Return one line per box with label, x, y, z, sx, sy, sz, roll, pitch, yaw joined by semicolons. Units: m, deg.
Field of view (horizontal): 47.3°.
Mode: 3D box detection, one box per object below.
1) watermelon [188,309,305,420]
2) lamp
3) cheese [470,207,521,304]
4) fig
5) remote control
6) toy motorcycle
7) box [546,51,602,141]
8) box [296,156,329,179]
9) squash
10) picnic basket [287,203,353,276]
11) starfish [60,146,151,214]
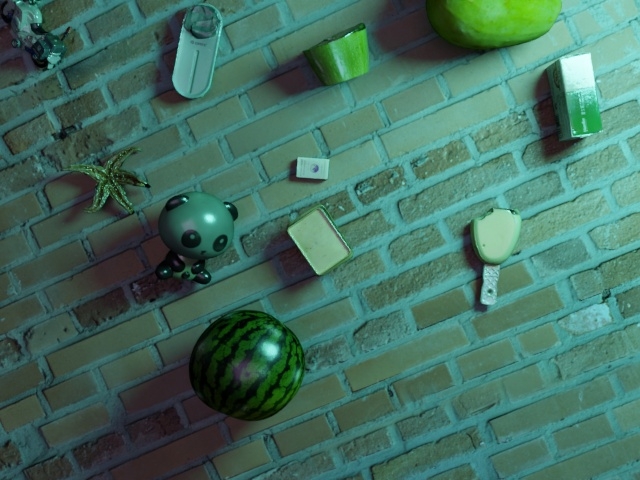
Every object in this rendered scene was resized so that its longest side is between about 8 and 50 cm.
watermelon;-0.180;0.315;1.832;0.285;0.285;0.285;0;93;5
lamp;-0.328;-0.009;1.878;0.198;0.198;0.244;24;111;3
cheese;0.439;0.038;1.876;0.127;0.050;0.255;7;94;4
fig;0.416;-0.575;1.751;0.326;0.258;0.258;11;94;-15
remote control;-0.319;-0.492;1.908;0.104;0.052;0.247;13;94;3
toy motorcycle;-0.752;-0.566;1.922;0.150;0.102;0.221;-37;87;27
box;0.622;-0.349;1.796;0.081;0.135;0.199;-12;93;5
box;-0.020;-0.189;1.915;0.083;0.024;0.054;5;92;5
squash;0.048;-0.461;1.830;0.170;0.170;0.123;-17;103;6
picnic basket;0.000;0.000;1.896;0.115;0.079;0.164;-33;90;7
starfish;-0.567;-0.166;1.948;0.238;0.057;0.213;21;87;-1
